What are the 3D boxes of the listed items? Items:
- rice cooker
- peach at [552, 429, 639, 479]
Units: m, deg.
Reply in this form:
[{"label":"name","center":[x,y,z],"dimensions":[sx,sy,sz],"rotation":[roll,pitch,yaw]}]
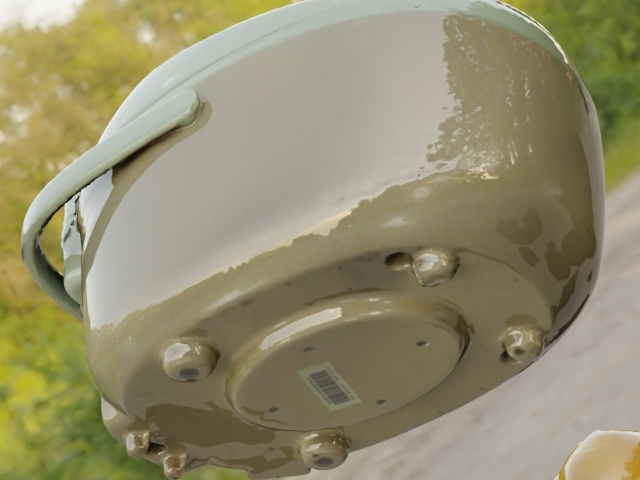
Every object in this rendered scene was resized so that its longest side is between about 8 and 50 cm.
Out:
[{"label":"rice cooker","center":[0.000,0.000,0.571],"dimensions":[0.206,0.145,0.127],"rotation":[-29,46,22]},{"label":"peach","center":[0.260,0.235,1.456],"dimensions":[0.138,0.138,0.138],"rotation":[-26,3,1]}]
